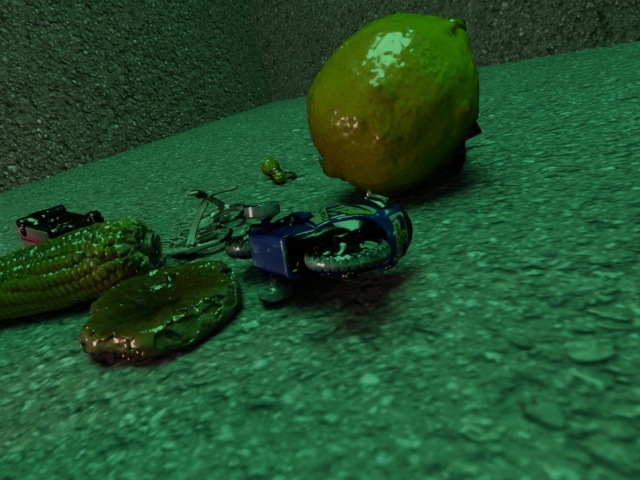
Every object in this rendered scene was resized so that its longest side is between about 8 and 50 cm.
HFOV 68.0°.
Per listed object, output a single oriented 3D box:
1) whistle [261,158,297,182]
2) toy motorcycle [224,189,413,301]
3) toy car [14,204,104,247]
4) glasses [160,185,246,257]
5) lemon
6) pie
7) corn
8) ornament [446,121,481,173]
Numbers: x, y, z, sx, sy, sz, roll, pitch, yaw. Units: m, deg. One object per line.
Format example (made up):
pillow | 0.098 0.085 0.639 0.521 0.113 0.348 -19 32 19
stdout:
whistle | -0.097 -0.155 1.119 0.046 0.057 0.109 -59 34 9
toy motorcycle | 0.000 0.000 0.570 0.169 0.113 0.315 -14 11 -29
toy car | -0.458 0.003 0.857 0.209 0.108 0.089 8 28 36
glasses | -0.234 -0.039 0.832 0.162 0.095 0.255 -18 18 13
lemon | 0.125 -0.222 0.788 0.322 0.268 0.268 -40 20 8
pie | -0.191 0.081 0.567 0.195 0.046 0.195 -12 23 5
corn | -0.379 0.048 0.688 0.317 0.115 0.115 -18 21 7
ornament | 0.247 -0.184 0.909 0.081 0.088 0.203 -24 25 35
